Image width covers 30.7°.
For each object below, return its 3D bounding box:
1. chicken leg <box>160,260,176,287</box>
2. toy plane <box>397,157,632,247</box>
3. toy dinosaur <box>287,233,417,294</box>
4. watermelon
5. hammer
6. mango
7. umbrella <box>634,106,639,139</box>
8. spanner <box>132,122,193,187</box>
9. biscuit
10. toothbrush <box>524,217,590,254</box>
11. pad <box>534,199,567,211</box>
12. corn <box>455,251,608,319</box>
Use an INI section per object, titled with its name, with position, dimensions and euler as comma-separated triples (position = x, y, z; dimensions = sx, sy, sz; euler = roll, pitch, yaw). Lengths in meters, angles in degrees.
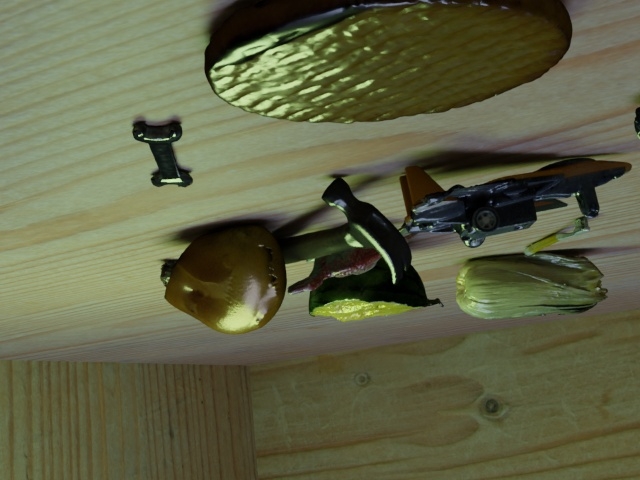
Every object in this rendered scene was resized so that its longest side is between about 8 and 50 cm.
[chicken leg]
position = -0.175, 0.063, 2.045
dimensions = 0.196, 0.080, 0.125
euler = 0, 161, 12
[toy plane]
position = 0.261, -0.052, 1.532
dimensions = 0.316, 0.103, 0.204
euler = -4, 169, -6
[toy dinosaur]
position = 0.065, 0.026, 1.873
dimensions = 0.242, 0.053, 0.167
euler = -16, -168, 6
[watermelon]
position = 0.089, 0.076, 2.076
dimensions = 0.232, 0.127, 0.204
euler = -6, 170, 14
[hammer]
position = 0.000, 0.000, 1.725
dimensions = 0.168, 0.044, 0.440
euler = 45, 163, -12
[mango]
position = -0.131, 0.058, 1.828
dimensions = 0.136, 0.166, 0.236
euler = -49, 171, -34
[umbrella]
position = 0.465, -0.143, 1.256
dimensions = 0.248, 0.071, 0.071
euler = -11, 168, 20
[spanner]
position = -0.176, -0.093, 1.324
dimensions = 0.054, 0.015, 0.254
euler = -5, 170, -4
[biscuit]
position = 0.058, -0.162, 1.008
dimensions = 0.318, 0.040, 0.318
euler = -4, 170, -1
[toothbrush]
position = 0.425, -0.005, 2.115
dimensions = 0.021, 0.024, 0.288
euler = -1, 171, -11
[pad]
position = 0.287, -0.055, 1.811
dimensions = 0.143, 0.003, 0.211
euler = -11, 169, 29
[corn]
position = 0.424, 0.092, 2.355
dimensions = 0.305, 0.123, 0.122
euler = -4, 168, -10
